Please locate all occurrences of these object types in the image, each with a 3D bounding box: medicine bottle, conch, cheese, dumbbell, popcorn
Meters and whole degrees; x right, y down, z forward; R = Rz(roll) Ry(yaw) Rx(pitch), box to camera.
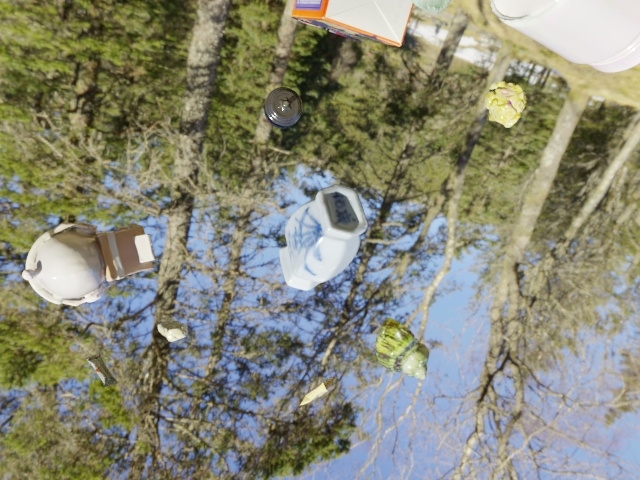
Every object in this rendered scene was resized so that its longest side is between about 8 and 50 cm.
[{"bbox_3d":[0.560,-0.505,0.945,0.379,0.213,0.213,8,-156,-32],"label":"medicine bottle"},{"bbox_3d":[0.258,0.349,1.399,0.181,0.187,0.124,19,-126,19],"label":"conch"},{"bbox_3d":[-0.441,0.265,1.330,0.065,0.043,0.194,-20,-175,-27],"label":"cheese"},{"bbox_3d":[-0.099,-0.350,1.181,0.099,0.099,0.208,14,-172,-11],"label":"dumbbell"},{"bbox_3d":[0.477,-0.350,1.145,0.089,0.097,0.109,30,-136,-59],"label":"popcorn"}]

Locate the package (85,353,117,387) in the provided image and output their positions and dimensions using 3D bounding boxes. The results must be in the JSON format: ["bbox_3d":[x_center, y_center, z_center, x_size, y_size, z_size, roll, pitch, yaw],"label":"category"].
[{"bbox_3d":[-0.581,0.344,1.183,0.110,0.015,0.037,39,-148,27],"label":"package"}]

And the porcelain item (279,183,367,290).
[{"bbox_3d":[0.000,0.000,1.422,0.178,0.405,0.242,-4,-115,-25],"label":"porcelain item"}]

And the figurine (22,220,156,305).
[{"bbox_3d":[-0.455,0.037,0.879,0.237,0.162,0.141,-22,-163,-40],"label":"figurine"}]

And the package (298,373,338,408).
[{"bbox_3d":[-0.004,0.455,1.348,0.031,0.121,0.108,53,-163,13],"label":"package"}]

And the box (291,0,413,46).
[{"bbox_3d":[0.122,-0.848,1.426,0.319,0.348,0.257,1,-155,-32],"label":"box"}]

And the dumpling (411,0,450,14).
[{"bbox_3d":[0.223,-0.523,0.851,0.149,0.216,0.105,42,162,-17],"label":"dumpling"}]
